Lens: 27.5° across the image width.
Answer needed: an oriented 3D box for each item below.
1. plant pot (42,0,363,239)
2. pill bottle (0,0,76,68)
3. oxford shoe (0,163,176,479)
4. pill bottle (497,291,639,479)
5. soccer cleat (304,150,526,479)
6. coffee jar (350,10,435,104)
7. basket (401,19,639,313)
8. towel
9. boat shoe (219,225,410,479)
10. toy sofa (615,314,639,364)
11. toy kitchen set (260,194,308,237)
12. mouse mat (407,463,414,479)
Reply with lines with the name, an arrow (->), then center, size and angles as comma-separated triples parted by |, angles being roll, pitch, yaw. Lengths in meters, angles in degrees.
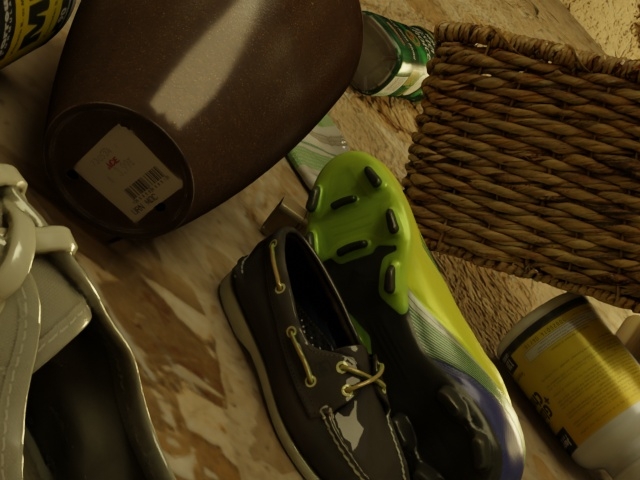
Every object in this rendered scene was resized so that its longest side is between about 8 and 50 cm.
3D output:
plant pot -> -0.100, -0.109, 0.936 | 0.215, 0.215, 0.230 | 40, 38, -13
pill bottle -> -0.245, -0.157, 0.841 | 0.119, 0.119, 0.208 | 43, 23, -7
oxford shoe -> -0.172, -0.009, 0.506 | 0.449, 0.130, 0.169 | 65, 23, -15
pill bottle -> 0.254, 0.145, 1.208 | 0.184, 0.103, 0.103 | 55, 24, 21
soccer cleat -> 0.070, 0.068, 0.998 | 0.121, 0.093, 0.289 | 14, 49, -62
coffee jar -> 0.093, -0.216, 1.564 | 0.096, 0.079, 0.184 | 53, 24, 17
basket -> 0.251, -0.073, 1.261 | 0.299, 0.223, 0.213 | 16, 10, 26
towel -> 0.002, -0.087, 1.267 | 0.113, 0.023, 0.152 | 15, 38, -52
boat shoe -> 0.003, 0.091, 0.909 | 0.081, 0.069, 0.228 | 6, 44, -48
toy sofa -> 0.422, 0.238, 1.327 | 0.362, 0.177, 0.150 | 46, 47, 0
toy kitchen set -> 0.000, 0.000, 1.051 | 0.083, 0.068, 0.075 | 35, 26, -8
mouse mat -> 0.052, 0.119, 1.032 | 0.152, 0.007, 0.190 | 34, 25, -24
